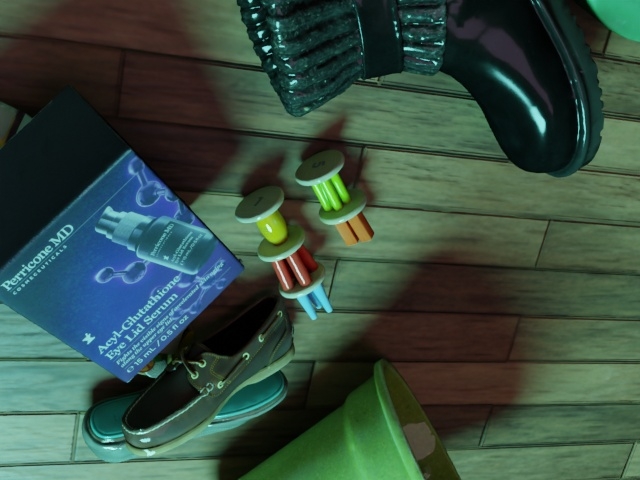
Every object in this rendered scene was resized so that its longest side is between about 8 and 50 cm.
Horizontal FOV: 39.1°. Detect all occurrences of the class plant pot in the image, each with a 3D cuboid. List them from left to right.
[{"bbox_3d":[0.021,0.306,0.957,0.253,0.276,0.276,-29,121,6],"label":"plant pot"}]

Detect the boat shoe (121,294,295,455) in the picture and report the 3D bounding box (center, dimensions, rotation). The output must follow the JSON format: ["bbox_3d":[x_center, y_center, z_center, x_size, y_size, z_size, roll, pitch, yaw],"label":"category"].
[{"bbox_3d":[-0.112,0.125,0.887,0.207,0.073,0.073,-36,136,-33],"label":"boat shoe"}]

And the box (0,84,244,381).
[{"bbox_3d":[-0.186,0.002,0.755,0.153,0.108,0.207,-45,145,-4],"label":"box"}]

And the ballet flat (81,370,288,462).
[{"bbox_3d":[-0.139,0.177,0.938,0.213,0.072,0.068,-12,145,-15],"label":"ballet flat"}]

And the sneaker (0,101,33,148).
[{"bbox_3d":[-0.306,-0.035,0.769,0.084,0.069,0.185,42,88,-23],"label":"sneaker"}]

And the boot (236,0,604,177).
[{"bbox_3d":[0.087,-0.162,0.812,0.260,0.131,0.348,-32,111,-12],"label":"boot"}]

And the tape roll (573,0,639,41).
[{"bbox_3d":[0.348,-0.336,0.806,0.321,0.077,0.321,-20,139,-18],"label":"tape roll"}]

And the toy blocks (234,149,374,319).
[{"bbox_3d":[0.000,0.000,0.904,0.123,0.054,0.148,-31,121,-4],"label":"toy blocks"}]

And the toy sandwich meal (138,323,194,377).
[{"bbox_3d":[-0.163,0.104,0.905,0.085,0.029,0.086,-8,117,-17],"label":"toy sandwich meal"}]
